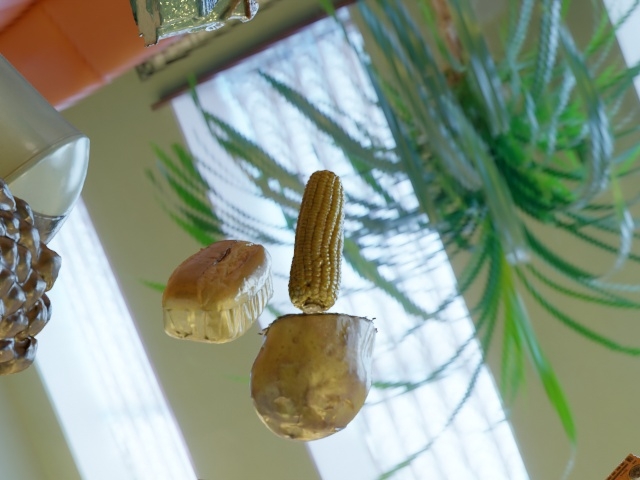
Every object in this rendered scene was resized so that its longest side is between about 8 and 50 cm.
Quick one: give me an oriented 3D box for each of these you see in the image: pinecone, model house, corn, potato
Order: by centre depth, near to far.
[{"bbox_3d":[-0.377,0.040,1.083,0.257,0.243,0.243,-12,-173,16],"label":"pinecone"},{"bbox_3d":[-0.141,-0.294,1.416,0.149,0.119,0.148,-11,-172,-20],"label":"model house"},{"bbox_3d":[0.000,0.000,1.797,0.080,0.231,0.080,7,152,4],"label":"corn"},{"bbox_3d":[-0.005,0.303,2.556,0.289,0.237,0.301,-6,159,-2],"label":"potato"}]

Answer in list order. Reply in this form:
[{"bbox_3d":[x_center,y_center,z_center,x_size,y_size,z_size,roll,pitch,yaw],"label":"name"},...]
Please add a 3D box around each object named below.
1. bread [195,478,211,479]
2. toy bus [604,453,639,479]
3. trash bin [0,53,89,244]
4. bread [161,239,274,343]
[{"bbox_3d":[-0.227,0.430,1.459,0.195,0.148,0.344,-26,-175,41],"label":"bread"},{"bbox_3d":[0.520,0.454,2.116,0.162,0.069,0.074,-44,-153,-8],"label":"toy bus"},{"bbox_3d":[-0.494,-0.147,1.498,0.280,0.432,0.280,-42,-178,2],"label":"trash bin"},{"bbox_3d":[-0.154,0.071,1.866,0.140,0.106,0.236,4,-160,15],"label":"bread"}]
